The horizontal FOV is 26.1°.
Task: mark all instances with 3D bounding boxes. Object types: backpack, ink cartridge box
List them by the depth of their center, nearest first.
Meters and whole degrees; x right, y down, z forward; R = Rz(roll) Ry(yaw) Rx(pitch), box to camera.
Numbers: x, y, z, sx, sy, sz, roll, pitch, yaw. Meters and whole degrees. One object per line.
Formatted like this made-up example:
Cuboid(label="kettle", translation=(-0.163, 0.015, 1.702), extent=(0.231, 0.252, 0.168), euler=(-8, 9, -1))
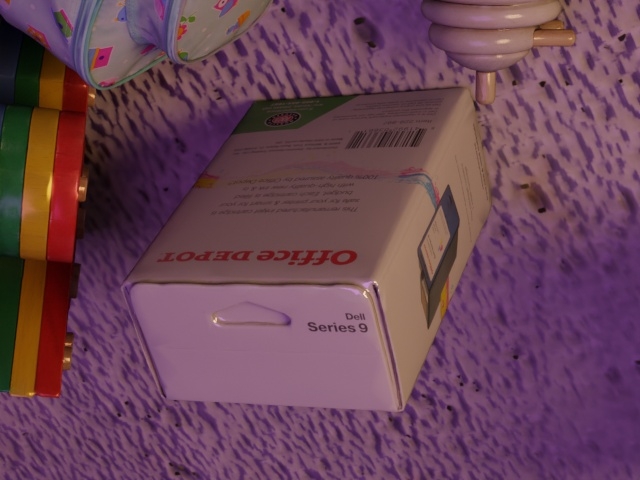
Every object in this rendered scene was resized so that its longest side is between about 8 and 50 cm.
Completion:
Cuboid(label="backpack", translation=(-0.094, -0.177, 0.774), extent=(0.144, 0.166, 0.188), euler=(39, 131, 6))
Cuboid(label="ink cartridge box", translation=(0.000, 0.000, 0.825), extent=(0.154, 0.212, 0.093), euler=(-1, 122, 23))

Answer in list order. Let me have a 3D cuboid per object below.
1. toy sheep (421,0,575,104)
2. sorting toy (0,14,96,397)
Cuboid(label="toy sheep", translation=(0.097, -0.141, 0.772), extent=(0.091, 0.091, 0.132), euler=(5, 105, 20))
Cuboid(label="sorting toy", translation=(-0.194, -0.018, 0.879), extent=(0.089, 0.255, 0.257), euler=(5, 128, -10))
